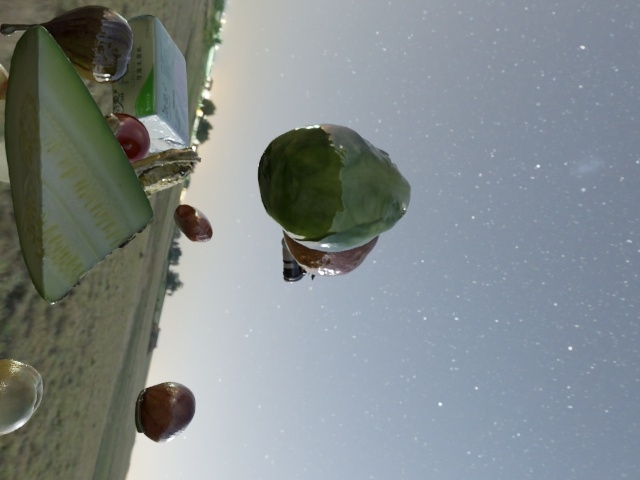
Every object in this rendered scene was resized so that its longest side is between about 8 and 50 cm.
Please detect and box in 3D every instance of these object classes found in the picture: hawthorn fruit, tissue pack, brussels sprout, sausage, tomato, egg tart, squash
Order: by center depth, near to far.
[{"bbox_3d":[-0.367,-0.090,0.597,0.203,0.111,0.289,-48,141,-27],"label":"squash"},{"bbox_3d":[0.031,-0.089,0.808,0.219,0.271,0.210,25,-70,59],"label":"brussels sprout"},{"bbox_3d":[-0.315,-0.044,1.150,0.194,0.077,0.077,29,-74,56],"label":"sausage"},{"bbox_3d":[0.023,-0.016,1.286,0.277,0.276,0.298,-116,-142,-63],"label":"hawthorn fruit"},{"bbox_3d":[-0.506,-0.206,1.466,0.107,0.290,0.291,70,-16,-8],"label":"egg tart"},{"bbox_3d":[-0.673,-0.334,1.573,0.136,0.195,0.195,28,-74,49],"label":"tomato"},{"bbox_3d":[-0.660,-0.593,1.825,0.332,0.205,0.405,55,31,-77],"label":"tissue pack"}]

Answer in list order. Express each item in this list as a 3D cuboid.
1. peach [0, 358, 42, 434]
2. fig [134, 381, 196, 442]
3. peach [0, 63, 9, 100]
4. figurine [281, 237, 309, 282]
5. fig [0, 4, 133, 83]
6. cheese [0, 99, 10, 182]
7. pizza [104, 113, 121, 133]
[{"bbox_3d":[-0.907,0.434,1.294,0.232,0.232,0.233,-168,-90,-72],"label":"peach"},{"bbox_3d":[-0.508,0.551,1.519,0.205,0.205,0.205,-168,-90,-72],"label":"fig"},{"bbox_3d":[-0.993,-0.452,1.361,0.184,0.184,0.184,-168,-90,-72],"label":"peach"},{"bbox_3d":[-0.004,-0.003,1.654,0.320,0.196,0.323,-43,175,30],"label":"figurine"},{"bbox_3d":[-0.697,-0.555,1.295,0.217,0.320,0.217,8,-80,56],"label":"fig"},{"bbox_3d":[-0.789,-0.249,1.212,0.266,0.233,0.127,124,-44,-58],"label":"cheese"},{"bbox_3d":[-0.499,-0.174,0.964,0.188,0.062,0.199,-42,-148,17],"label":"pizza"}]
